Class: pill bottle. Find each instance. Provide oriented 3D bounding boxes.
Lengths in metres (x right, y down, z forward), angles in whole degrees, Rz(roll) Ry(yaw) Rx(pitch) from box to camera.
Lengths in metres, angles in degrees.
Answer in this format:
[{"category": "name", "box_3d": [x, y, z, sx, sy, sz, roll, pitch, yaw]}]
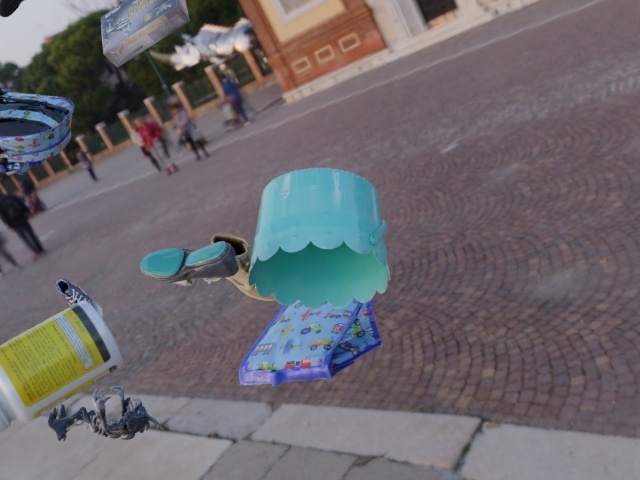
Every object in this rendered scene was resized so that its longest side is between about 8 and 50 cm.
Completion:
[{"category": "pill bottle", "box_3d": [-0.408, 0.187, 0.997, 0.208, 0.119, 0.119, -31, 16, -27]}]

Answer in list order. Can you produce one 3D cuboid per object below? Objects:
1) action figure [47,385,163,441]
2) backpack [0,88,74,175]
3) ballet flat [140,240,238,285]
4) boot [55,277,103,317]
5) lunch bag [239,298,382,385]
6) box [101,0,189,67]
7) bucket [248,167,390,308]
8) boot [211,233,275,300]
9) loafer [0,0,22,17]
[{"category": "action figure", "box_3d": [-0.550, 0.446, 1.773, 0.276, 0.141, 0.164, -4, -13, -1]}, {"category": "backpack", "box_3d": [-0.520, -0.191, 1.213, 0.173, 0.117, 0.158, 3, 39, 9]}, {"category": "ballet flat", "box_3d": [-0.226, 0.049, 1.201, 0.203, 0.074, 0.074, -9, 23, 30]}, {"category": "boot", "box_3d": [-0.736, 0.186, 2.079, 0.190, 0.086, 0.069, 32, 77, 37]}, {"category": "lunch bag", "box_3d": [-0.029, 0.229, 1.486, 0.221, 0.138, 0.293, -8, 13, 29]}, {"category": "box", "box_3d": [-0.455, -0.569, 1.765, 0.231, 0.056, 0.183, -28, 48, 12]}, {"category": "bucket", "box_3d": [0.000, 0.000, 1.332, 0.281, 0.281, 0.183, -18, 56, 32]}, {"category": "boot", "box_3d": [-0.227, 0.083, 2.132, 0.095, 0.262, 0.203, -56, -5, -24]}, {"category": "loafer", "box_3d": [-0.644, -0.544, 1.429, 0.220, 0.078, 0.080, -81, 15, -51]}]
